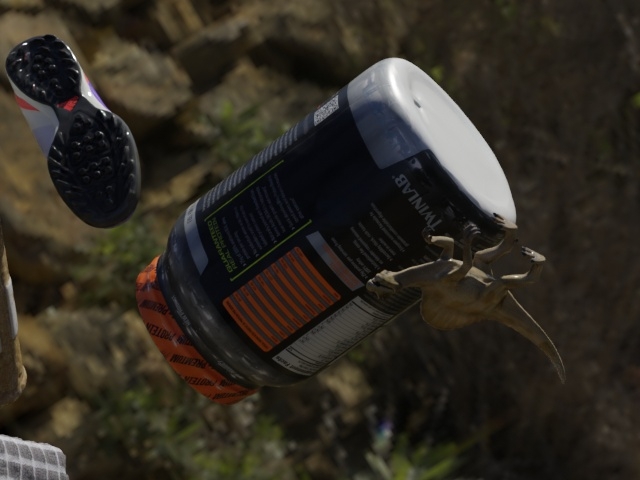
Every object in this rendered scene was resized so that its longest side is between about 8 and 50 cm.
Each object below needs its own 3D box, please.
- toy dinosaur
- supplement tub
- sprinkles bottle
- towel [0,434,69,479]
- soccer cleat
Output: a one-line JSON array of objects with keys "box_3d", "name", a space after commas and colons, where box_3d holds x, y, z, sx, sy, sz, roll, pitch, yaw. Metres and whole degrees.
[{"box_3d": [0.117, 0.033, 1.304, 0.093, 0.183, 0.053, -56, 27, 24], "name": "toy dinosaur"}, {"box_3d": [0.000, 0.000, 1.732, 0.338, 0.207, 0.207, -36, 6, 19], "name": "supplement tub"}, {"box_3d": [-0.444, 0.045, 2.257, 0.121, 0.355, 0.121, -1, 33, 1], "name": "sprinkles bottle"}, {"box_3d": [-0.263, 0.251, 1.348, 0.121, 0.235, 0.283, -36, -26, 13], "name": "towel"}, {"box_3d": [-0.287, -0.115, 2.190, 0.108, 0.116, 0.318, -27, 52, -9], "name": "soccer cleat"}]
